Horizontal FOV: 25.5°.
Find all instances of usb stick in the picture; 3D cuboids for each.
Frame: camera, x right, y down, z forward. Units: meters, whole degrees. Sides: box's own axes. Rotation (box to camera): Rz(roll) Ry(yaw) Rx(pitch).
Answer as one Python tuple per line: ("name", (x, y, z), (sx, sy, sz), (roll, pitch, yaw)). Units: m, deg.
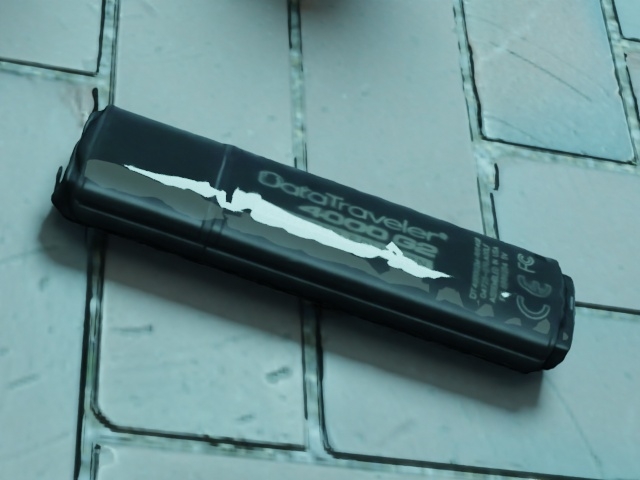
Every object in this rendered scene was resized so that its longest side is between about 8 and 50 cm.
("usb stick", (0.000, 0.000, 0.737), (0.278, 0.045, 0.077), (19, 44, -7))
